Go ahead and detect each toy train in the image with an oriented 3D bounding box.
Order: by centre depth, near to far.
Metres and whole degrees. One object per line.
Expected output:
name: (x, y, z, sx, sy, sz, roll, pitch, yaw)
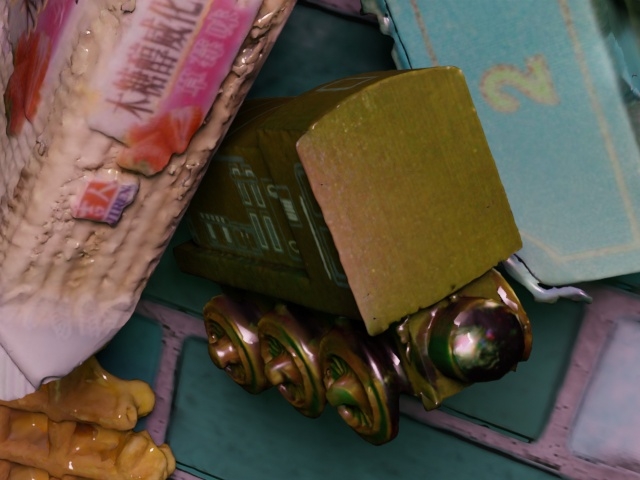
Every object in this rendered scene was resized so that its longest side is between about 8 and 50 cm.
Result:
toy train: (0.117, -0.084, 0.527, 0.163, 0.112, 0.203, -12, 109, 30)
toy train: (0.000, 0.000, 0.559, 0.225, 0.090, 0.137, 8, 123, 63)

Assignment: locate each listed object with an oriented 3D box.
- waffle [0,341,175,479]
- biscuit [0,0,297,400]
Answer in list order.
waffle: (-0.207, 0.111, 0.762, 0.249, 0.056, 0.253, -21, 107, 27)
biscuit: (-0.077, -0.098, 0.519, 0.079, 0.186, 0.309, 4, 135, -34)
